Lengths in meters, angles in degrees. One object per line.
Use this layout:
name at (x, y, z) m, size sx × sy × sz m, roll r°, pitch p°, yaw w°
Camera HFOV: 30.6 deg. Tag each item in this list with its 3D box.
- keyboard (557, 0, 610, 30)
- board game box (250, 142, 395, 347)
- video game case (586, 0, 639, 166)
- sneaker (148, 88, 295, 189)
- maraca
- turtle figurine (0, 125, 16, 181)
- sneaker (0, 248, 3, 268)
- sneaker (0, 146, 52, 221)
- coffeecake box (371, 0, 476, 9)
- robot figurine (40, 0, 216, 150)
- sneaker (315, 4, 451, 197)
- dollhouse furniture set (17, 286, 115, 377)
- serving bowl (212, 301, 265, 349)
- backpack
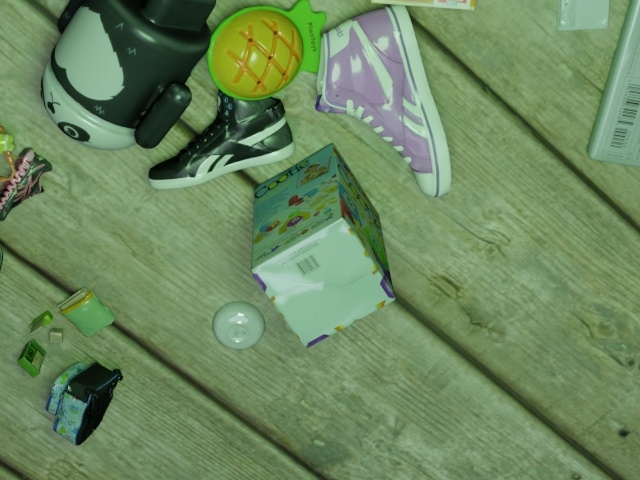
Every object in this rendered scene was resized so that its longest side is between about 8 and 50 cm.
keyboard at (0.364, -0.412, 1.591) m, size 0.072 × 0.014 × 0.256 m, roll -5°, pitch 116°, yaw -5°
board game box at (0.000, 0.000, 1.631) m, size 0.144 × 0.275 × 0.142 m, roll -29°, pitch 113°, yaw 12°
video game case at (0.566, -0.247, 1.662) m, size 0.300 × 0.036 × 0.329 m, roll 9°, pitch 114°, yaw -5°
sneaker at (-0.153, -0.156, 1.669) m, size 0.217 × 0.079 × 0.121 m, roll -16°, pitch 112°, yaw -3°
maraca at (-0.070, -0.263, 1.607) m, size 0.186 × 0.099 × 0.127 m, roll -21°, pitch 117°, yaw -20°
turtle figurine at (-0.545, -0.194, 1.626) m, size 0.270 × 0.087 × 0.217 m, roll 18°, pitch 109°, yaw -1°
sneaker at (-0.554, 0.100, 1.780) m, size 0.098 × 0.083 × 0.223 m, roll 16°, pitch 104°, yaw -3°
sneaker at (-0.433, -0.074, 1.707) m, size 0.057 × 0.047 × 0.119 m, roll 29°, pitch 98°, yaw -31°
coffeecake box at (0.143, -0.408, 1.554) m, size 0.142 × 0.068 × 0.185 m, roll 4°, pitch 115°, yaw -3°
robot figurine at (-0.258, -0.248, 1.551) m, size 0.174 × 0.209 × 0.278 m, roll 28°, pitch 122°, yaw -22°
sneaker at (0.080, -0.175, 1.639) m, size 0.161 × 0.102 × 0.282 m, roll -21°, pitch 104°, yaw -4°
dollhouse furniture set at (-0.399, 0.144, 1.810) m, size 0.152 × 0.058 × 0.076 m, roll -33°, pitch 112°, yaw 14°
serving bowl at (-0.128, 0.138, 1.832) m, size 0.083 × 0.027 × 0.083 m, roll -1°, pitch 116°, yaw -2°
backpack at (-0.380, 0.255, 1.843) m, size 0.084 × 0.105 × 0.114 m, roll 25°, pitch 115°, yaw 11°
